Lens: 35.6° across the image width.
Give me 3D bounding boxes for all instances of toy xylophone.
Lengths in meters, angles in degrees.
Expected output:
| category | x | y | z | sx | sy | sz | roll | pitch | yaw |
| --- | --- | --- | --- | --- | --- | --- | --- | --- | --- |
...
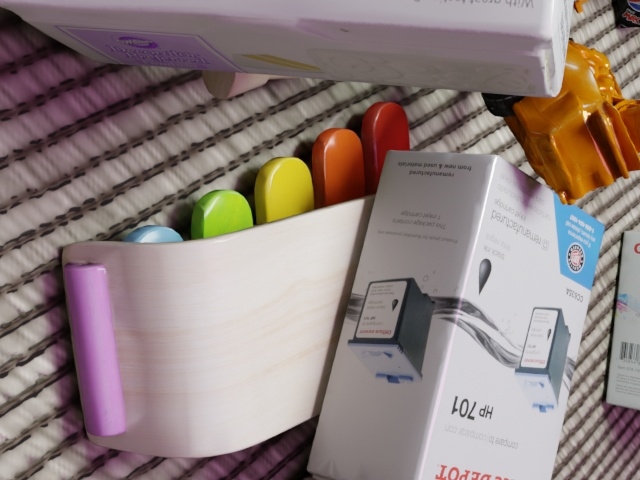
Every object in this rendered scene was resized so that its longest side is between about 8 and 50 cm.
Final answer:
| category | x | y | z | sx | sy | sz | roll | pitch | yaw |
| --- | --- | --- | --- | --- | --- | --- | --- | --- | --- |
| toy xylophone | 0.000 | 0.000 | 0.604 | 0.323 | 0.081 | 0.236 | -5 | 99 | -46 |

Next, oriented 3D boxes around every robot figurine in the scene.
| category | x | y | z | sx | sy | sz | roll | pitch | yaw |
| --- | --- | --- | --- | --- | --- | --- | --- | --- | --- |
| robot figurine | 0.124 | -0.152 | 0.619 | 0.211 | 0.085 | 0.291 | 58 | 18 | -26 |

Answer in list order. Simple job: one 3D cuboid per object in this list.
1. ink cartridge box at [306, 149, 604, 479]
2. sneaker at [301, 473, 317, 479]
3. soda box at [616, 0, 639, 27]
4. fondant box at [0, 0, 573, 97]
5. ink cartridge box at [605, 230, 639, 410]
| category | x | y | z | sx | sy | sz | roll | pitch | yaw |
| --- | --- | --- | --- | --- | --- | --- | --- | --- | --- |
| ink cartridge box | 0.084 | 0.059 | 0.582 | 0.140 | 0.082 | 0.190 | 22 | 77 | -46 |
| sneaker | 0.050 | 0.191 | 0.698 | 0.170 | 0.063 | 0.074 | 46 | 69 | -35 |
| soda box | 0.342 | -0.261 | 0.950 | 0.169 | 0.060 | 0.053 | -41 | 124 | -37 |
| fondant box | 0.006 | -0.242 | 0.448 | 0.096 | 0.238 | 0.330 | 27 | 71 | -74 |
| ink cartridge box | 0.374 | 0.082 | 0.982 | 0.127 | 0.128 | 0.176 | 4 | 93 | -47 |
